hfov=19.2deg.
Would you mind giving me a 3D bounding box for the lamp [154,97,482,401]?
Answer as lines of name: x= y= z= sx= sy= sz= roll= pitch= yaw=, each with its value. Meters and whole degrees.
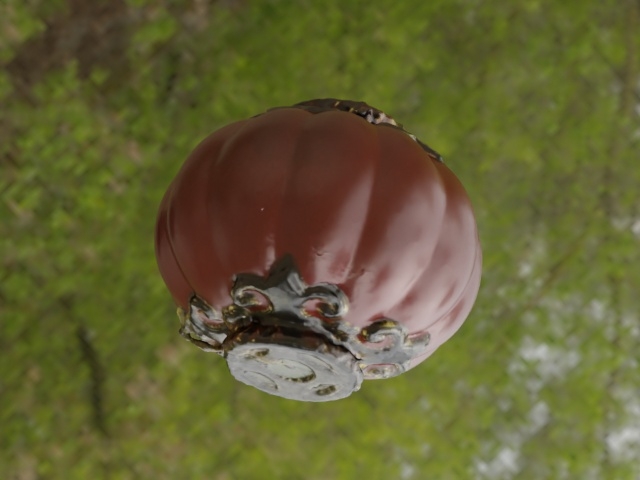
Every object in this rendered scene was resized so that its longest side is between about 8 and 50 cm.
lamp: x=0.000 y=0.000 z=1.302 sx=0.227 sy=0.227 sz=0.227 roll=-41 pitch=-173 yaw=6
